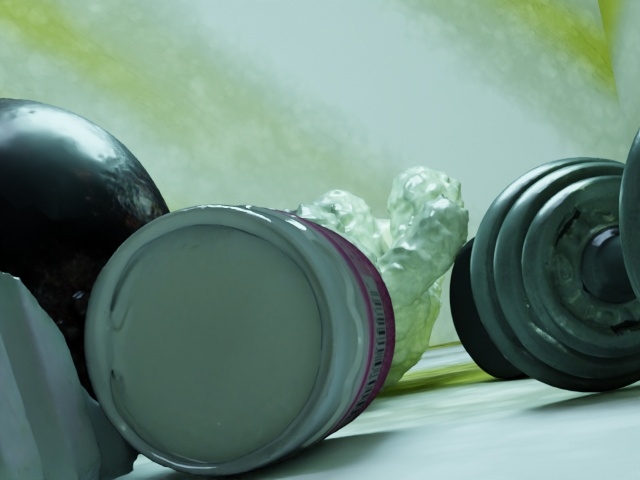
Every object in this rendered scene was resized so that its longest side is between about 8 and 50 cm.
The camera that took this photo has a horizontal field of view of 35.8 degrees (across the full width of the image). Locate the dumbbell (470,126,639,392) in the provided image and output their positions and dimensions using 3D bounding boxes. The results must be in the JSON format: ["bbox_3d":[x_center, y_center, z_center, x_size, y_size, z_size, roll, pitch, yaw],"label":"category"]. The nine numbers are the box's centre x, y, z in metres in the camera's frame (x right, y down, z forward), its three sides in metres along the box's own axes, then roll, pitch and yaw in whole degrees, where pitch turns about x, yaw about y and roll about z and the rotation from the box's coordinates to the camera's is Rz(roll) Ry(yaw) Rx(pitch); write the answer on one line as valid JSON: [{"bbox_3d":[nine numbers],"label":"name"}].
[{"bbox_3d":[0.209,0.008,0.593,0.179,0.179,0.406,-10,-6,-7],"label":"dumbbell"}]

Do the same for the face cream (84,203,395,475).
[{"bbox_3d":[-0.046,0.064,0.683,0.175,0.175,0.195,-12,-7,12],"label":"face cream"}]

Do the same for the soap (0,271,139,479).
[{"bbox_3d":[-0.253,0.036,0.575,0.159,0.302,0.258,-19,-7,12],"label":"soap"}]

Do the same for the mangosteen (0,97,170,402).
[{"bbox_3d":[-0.265,0.039,0.796,0.297,0.297,0.313,-5,-8,-44],"label":"mangosteen"}]

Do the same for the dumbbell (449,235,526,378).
[{"bbox_3d":[0.265,0.058,1.067,0.218,0.153,0.152,-7,-7,-29],"label":"dumbbell"}]

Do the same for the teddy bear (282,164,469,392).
[{"bbox_3d":[0.000,0.000,1.122,0.327,0.375,0.362,-14,-37,27],"label":"teddy bear"}]
